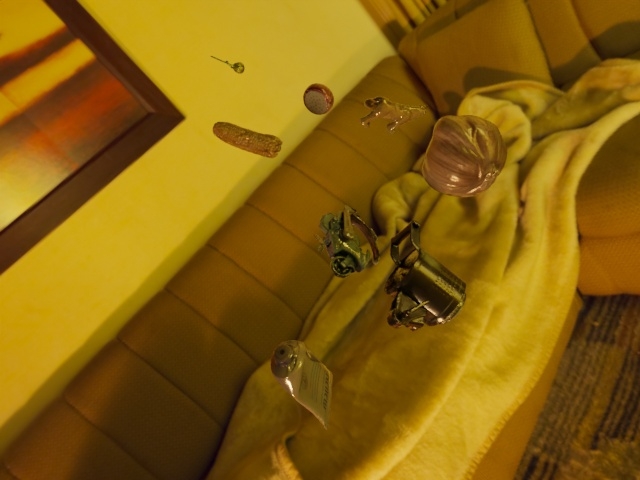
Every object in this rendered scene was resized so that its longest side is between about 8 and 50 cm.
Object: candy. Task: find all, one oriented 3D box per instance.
[{"bbox_3d":[-0.007,-0.455,1.548,0.103,0.103,0.043,-25,25,48],"label":"candy"},{"bbox_3d":[-0.297,-0.569,1.535,0.035,0.123,0.035,-58,44,24],"label":"candy"}]

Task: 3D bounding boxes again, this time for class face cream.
[{"bbox_3d":[-0.054,0.520,1.807,0.137,0.420,0.235,-14,45,21],"label":"face cream"}]

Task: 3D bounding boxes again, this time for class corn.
[{"bbox_3d":[-0.302,-0.418,1.966,0.101,0.291,0.101,-160,90,-90],"label":"corn"}]

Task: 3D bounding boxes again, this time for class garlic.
[{"bbox_3d":[0.499,-0.283,1.660,0.317,0.259,0.317,-32,-32,-22],"label":"garlic"}]

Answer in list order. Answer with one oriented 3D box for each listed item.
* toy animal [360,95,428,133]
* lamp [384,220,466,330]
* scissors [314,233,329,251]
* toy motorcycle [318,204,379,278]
[{"bbox_3d":[0.230,-0.400,1.487,0.101,0.218,0.103,-31,58,52],"label":"toy animal"},{"bbox_3d":[0.375,0.159,1.688,0.205,0.272,0.374,133,155,-57],"label":"lamp"},{"bbox_3d":[0.000,0.000,1.703,0.058,0.014,0.119,-50,27,7],"label":"scissors"},{"bbox_3d":[0.132,0.003,2.073,0.241,0.319,0.182,-14,-24,0],"label":"toy motorcycle"}]
